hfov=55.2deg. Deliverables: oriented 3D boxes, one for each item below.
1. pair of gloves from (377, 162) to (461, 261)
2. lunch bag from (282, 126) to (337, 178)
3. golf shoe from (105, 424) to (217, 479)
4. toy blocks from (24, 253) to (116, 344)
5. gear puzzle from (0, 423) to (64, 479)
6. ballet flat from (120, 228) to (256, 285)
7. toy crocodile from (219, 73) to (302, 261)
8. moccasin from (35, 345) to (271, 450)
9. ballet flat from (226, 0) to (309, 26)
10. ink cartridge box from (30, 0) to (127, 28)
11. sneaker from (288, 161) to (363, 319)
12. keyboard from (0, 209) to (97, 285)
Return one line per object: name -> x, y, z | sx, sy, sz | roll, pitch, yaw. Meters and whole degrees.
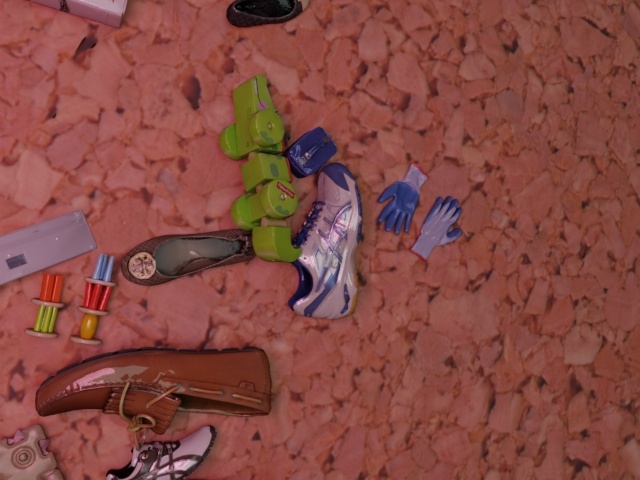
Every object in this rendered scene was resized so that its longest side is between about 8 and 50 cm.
pair of gloves -> 0.212, -0.054, 1.274 | 0.198, 0.023, 0.159 | 38, 76, -16
lunch bag -> -0.017, -0.168, 1.161 | 0.098, 0.065, 0.067 | -44, 104, -16
golf shoe -> -0.271, 0.372, 1.045 | 0.198, 0.077, 0.094 | -37, 102, -19
toy blocks -> -0.405, 0.088, 1.007 | 0.123, 0.054, 0.148 | 14, 84, -21
gear puzzle -> -0.566, 0.434, 0.935 | 0.338, 0.044, 0.176 | -24, 90, -25
ballet flat -> -0.222, 0.025, 1.079 | 0.249, 0.058, 0.084 | -10, 92, -22
toy crocodile -> -0.098, -0.127, 1.088 | 0.105, 0.115, 0.341 | 0, 76, -45
moccasin -> -0.264, 0.262, 1.014 | 0.379, 0.139, 0.147 | 6, 61, -30
ballet flat -> -0.093, -0.435, 1.143 | 0.173, 0.049, 0.058 | -23, 98, -21
ink cartridge box -> -0.408, -0.450, 1.000 | 0.190, 0.082, 0.140 | 13, 85, -22
sneaker -> 0.000, 0.000, 1.141 | 0.130, 0.112, 0.297 | 1, 88, -20
keyboard -> -0.482, 0.024, 0.961 | 0.256, 0.014, 0.072 | -26, 105, -38
